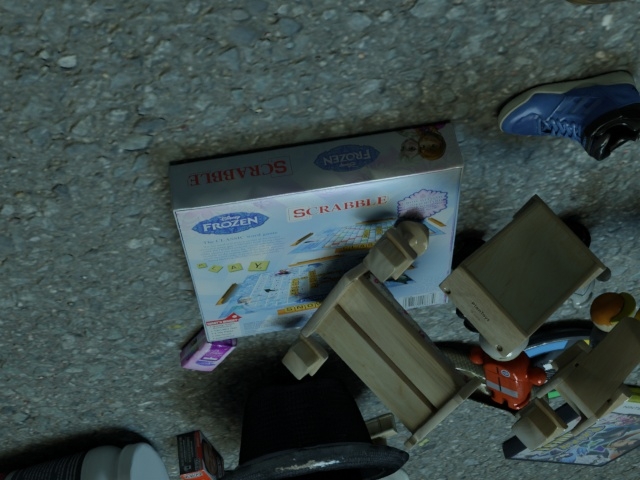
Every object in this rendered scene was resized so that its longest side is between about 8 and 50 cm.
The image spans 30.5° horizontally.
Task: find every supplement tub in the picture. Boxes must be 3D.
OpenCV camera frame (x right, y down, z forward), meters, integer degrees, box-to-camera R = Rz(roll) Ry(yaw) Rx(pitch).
[{"bbox_3d":[-0.388,0.436,1.868,0.272,0.191,0.191,-17,148,11],"label":"supplement tub"}]

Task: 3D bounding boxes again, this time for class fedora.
[{"bbox_3d":[-0.025,0.292,1.762,0.334,0.153,0.334,-8,162,-3],"label":"fedora"}]

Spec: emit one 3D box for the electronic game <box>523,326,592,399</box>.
[{"bbox_3d":[0.360,0.200,1.847,0.229,0.048,0.229,-8,149,-5],"label":"electronic game"}]

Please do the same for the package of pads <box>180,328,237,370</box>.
[{"bbox_3d":[-0.155,0.151,1.626,0.050,0.032,0.083,8,144,-33],"label":"package of pads"}]

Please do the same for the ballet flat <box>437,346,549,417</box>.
[{"bbox_3d":[0.231,0.221,1.782,0.249,0.058,0.084,18,143,-12],"label":"ballet flat"}]

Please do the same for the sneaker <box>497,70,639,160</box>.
[{"bbox_3d":[0.271,-0.123,1.256,0.152,0.085,0.058,-12,149,4],"label":"sneaker"}]

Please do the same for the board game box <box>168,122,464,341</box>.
[{"bbox_3d":[0.000,0.000,1.392,0.318,0.066,0.318,-9,149,-4],"label":"board game box"}]

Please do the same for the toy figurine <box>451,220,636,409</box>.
[{"bbox_3d":[0.278,0.084,1.483,0.209,0.213,0.148,-14,134,1],"label":"toy figurine"}]

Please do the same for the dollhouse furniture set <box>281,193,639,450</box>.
[{"bbox_3d":[0.168,0.128,1.380,0.174,0.303,0.355,-35,169,-40],"label":"dollhouse furniture set"}]

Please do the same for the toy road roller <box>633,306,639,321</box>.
[{"bbox_3d":[0.519,0.036,1.373,0.329,0.202,0.240,-51,145,1],"label":"toy road roller"}]

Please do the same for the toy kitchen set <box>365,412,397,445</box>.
[{"bbox_3d":[0.077,0.324,1.944,0.083,0.068,0.075,-22,147,18],"label":"toy kitchen set"}]

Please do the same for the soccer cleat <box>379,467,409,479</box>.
[{"bbox_3d":[0.090,0.463,2.189,0.196,0.068,0.076,-29,159,30],"label":"soccer cleat"}]

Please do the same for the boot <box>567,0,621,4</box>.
[{"bbox_3d":[0.350,-0.280,1.043,0.305,0.112,0.115,-16,179,1],"label":"boot"}]

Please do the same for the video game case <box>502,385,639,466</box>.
[{"bbox_3d":[0.511,0.342,2.137,0.248,0.035,0.275,10,143,-31],"label":"video game case"}]

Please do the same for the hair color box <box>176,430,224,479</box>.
[{"bbox_3d":[-0.195,0.375,1.942,0.043,0.072,0.141,-14,149,6],"label":"hair color box"}]

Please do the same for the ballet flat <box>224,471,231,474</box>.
[{"bbox_3d":[-0.097,0.457,2.110,0.206,0.067,0.073,6,144,-25],"label":"ballet flat"}]
